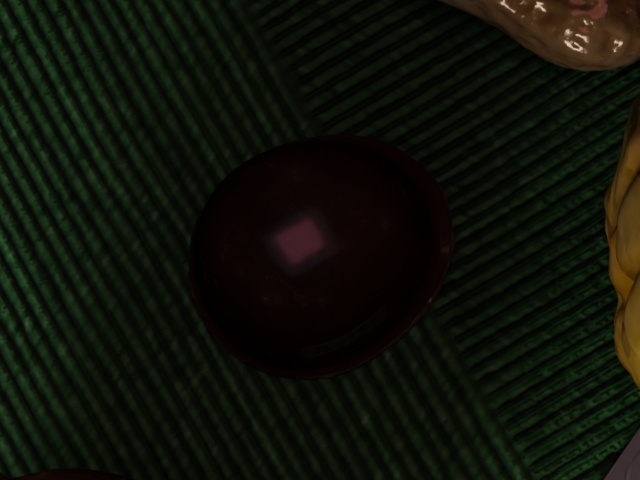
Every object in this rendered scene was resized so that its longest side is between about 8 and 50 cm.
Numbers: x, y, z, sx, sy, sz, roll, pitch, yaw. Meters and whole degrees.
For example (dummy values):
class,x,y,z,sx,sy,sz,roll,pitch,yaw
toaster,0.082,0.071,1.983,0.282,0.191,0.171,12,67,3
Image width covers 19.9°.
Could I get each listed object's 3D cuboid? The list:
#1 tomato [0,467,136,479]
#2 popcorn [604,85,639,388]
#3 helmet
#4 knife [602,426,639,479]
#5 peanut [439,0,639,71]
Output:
class,x,y,z,sx,sy,sz,roll,pitch,yaw
tomato,-0.096,0.252,1.053,0.309,0.170,0.309,5,116,10
popcorn,0.322,-0.003,0.968,0.344,0.354,0.390,36,62,2
helmet,0.000,0.000,1.122,0.175,0.106,0.155,-17,79,-2
knife,0.145,0.217,1.110,0.058,0.032,0.244,40,81,13
peanut,0.119,-0.174,1.154,0.214,0.099,0.099,34,84,4
